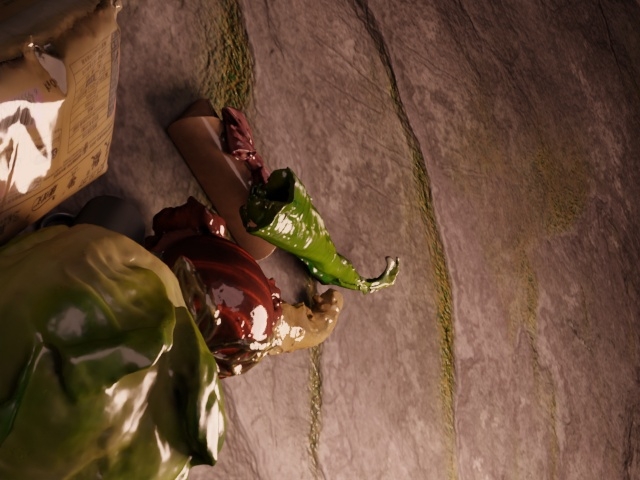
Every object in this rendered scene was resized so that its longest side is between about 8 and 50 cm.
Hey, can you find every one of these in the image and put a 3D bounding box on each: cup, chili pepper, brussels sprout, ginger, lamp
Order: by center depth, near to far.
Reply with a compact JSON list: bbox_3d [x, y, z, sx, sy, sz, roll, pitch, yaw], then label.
[{"bbox_3d":[-0.212,0.127,1.093,0.259,0.227,0.294,40,54,-44],"label":"brussels sprout"},{"bbox_3d":[-0.229,-0.001,1.268,0.100,0.078,0.077,27,41,-8],"label":"cup"},{"bbox_3d":[-0.109,0.065,1.325,0.215,0.151,0.223,59,38,-35],"label":"lamp"},{"bbox_3d":[0.000,0.000,1.517,0.085,0.076,0.359,-58,154,-3],"label":"chili pepper"},{"bbox_3d":[-0.029,0.098,1.524,0.173,0.051,0.069,-4,84,-60],"label":"ginger"}]

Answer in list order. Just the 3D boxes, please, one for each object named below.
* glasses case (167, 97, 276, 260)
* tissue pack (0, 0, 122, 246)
[{"bbox_3d":[-0.087,-0.085,1.500,0.193,0.070,0.102,59,35,-19],"label":"glasses case"},{"bbox_3d":[-0.277,-0.107,1.130,0.256,0.123,0.215,-43,153,-51],"label":"tissue pack"}]
